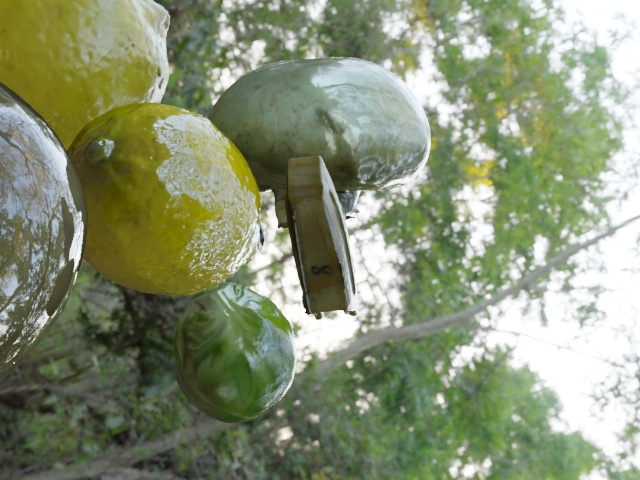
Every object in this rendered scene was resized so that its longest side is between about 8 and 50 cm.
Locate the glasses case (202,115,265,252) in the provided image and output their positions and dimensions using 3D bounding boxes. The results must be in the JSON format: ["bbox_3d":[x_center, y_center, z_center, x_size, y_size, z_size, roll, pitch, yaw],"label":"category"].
[{"bbox_3d":[-0.187,-0.084,1.666,0.283,0.109,0.067,67,-9,-21],"label":"glasses case"}]

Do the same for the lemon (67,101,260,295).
[{"bbox_3d":[-0.205,-0.048,1.253,0.320,0.245,0.245,42,15,-56],"label":"lemon"}]

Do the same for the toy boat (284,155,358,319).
[{"bbox_3d":[0.000,0.000,1.066,0.088,0.068,0.226,-84,166,-50],"label":"toy boat"}]

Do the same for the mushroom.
[{"bbox_3d":[-0.005,-0.151,1.468,0.352,0.352,0.261,-169,-106,-73],"label":"mushroom"}]

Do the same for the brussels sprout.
[{"bbox_3d":[-0.096,0.123,1.044,0.155,0.117,0.155,7,-77,30],"label":"brussels sprout"}]

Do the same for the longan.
[{"bbox_3d":[-0.360,-0.002,0.832,0.319,0.318,0.319,161,-90,-75],"label":"longan"}]

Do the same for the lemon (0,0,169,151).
[{"bbox_3d":[-0.398,-0.273,1.447,0.336,0.336,0.336,161,-90,-75],"label":"lemon"}]
